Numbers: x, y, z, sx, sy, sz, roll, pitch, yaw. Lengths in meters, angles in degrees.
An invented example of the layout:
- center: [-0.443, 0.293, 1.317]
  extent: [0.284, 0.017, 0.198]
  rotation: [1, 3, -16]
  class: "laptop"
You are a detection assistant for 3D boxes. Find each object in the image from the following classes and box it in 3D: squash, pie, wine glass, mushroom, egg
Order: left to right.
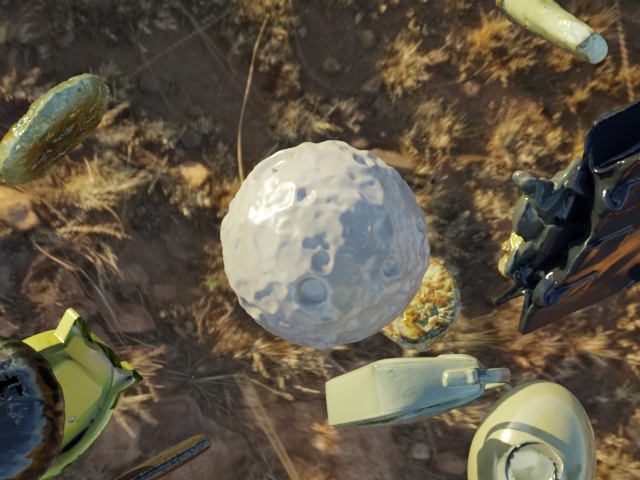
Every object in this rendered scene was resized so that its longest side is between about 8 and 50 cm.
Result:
- center: [-0.394, 0.212, 1.123]
  extent: [0.193, 0.156, 0.193]
  rotation: [4, 105, 16]
  class: "squash"
- center: [-0.530, -0.216, 1.854]
  extent: [0.071, 0.306, 0.306]
  rotation: [42, 79, 3]
  class: "pie"
- center: [0.165, 0.112, 1.766]
  extent: [0.205, 0.084, 0.179]
  rotation: [33, 72, 29]
  class: "pie"
- center: [0.317, 0.329, 1.398]
  extent: [0.186, 0.186, 0.242]
  rotation: [15, 86, -5]
  class: "egg"
- center: [0.145, 0.162, 0.628]
  extent: [0.042, 0.083, 0.039]
  rotation: [-32, 60, 3]
  class: "wine glass"
- center: [0.466, -0.447, 1.895]
  extent: [0.100, 0.312, 0.081]
  rotation: [22, 108, -35]
  class: "mushroom"

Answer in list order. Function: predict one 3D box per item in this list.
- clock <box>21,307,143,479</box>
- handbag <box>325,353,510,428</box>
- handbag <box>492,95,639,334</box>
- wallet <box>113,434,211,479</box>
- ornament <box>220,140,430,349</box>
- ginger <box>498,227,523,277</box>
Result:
- center: [-0.425, 0.247, 1.400]
  extent: [0.071, 0.277, 0.293]
  rotation: [34, 67, 31]
  class: "clock"
- center: [0.135, 0.200, 1.228]
  extent: [0.219, 0.256, 0.079]
  rotation: [-3, 77, -16]
  class: "handbag"
- center: [0.329, -0.037, 1.089]
  extent: [0.269, 0.326, 0.118]
  rotation: [-21, 58, -30]
  class: "handbag"
- center: [-0.339, 0.419, 1.560]
  extent: [0.321, 0.170, 0.044]
  rotation: [-22, 77, -46]
  class: "wallet"
- center: [0.000, 0.000, 1.502]
  extent: [0.337, 0.337, 0.337]
  rotation: [1, 82, -8]
  class: "ornament"
- center: [0.444, 0.007, 1.826]
  extent: [0.157, 0.216, 0.102]
  rotation: [14, 47, -28]
  class: "ginger"
